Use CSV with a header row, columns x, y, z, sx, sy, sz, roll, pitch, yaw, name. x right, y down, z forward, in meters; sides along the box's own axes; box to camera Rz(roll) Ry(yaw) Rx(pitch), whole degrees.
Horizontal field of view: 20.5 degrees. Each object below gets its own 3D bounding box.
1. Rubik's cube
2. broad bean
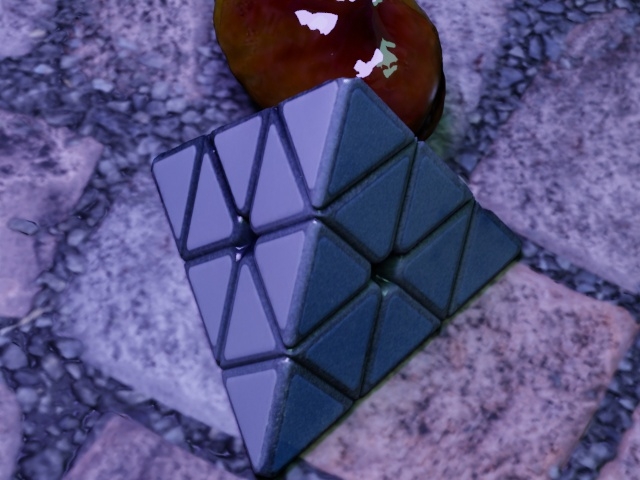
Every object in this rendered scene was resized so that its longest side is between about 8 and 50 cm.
x,y,z,sx,sy,sz,roll,pitch,yaw,name
0.001,0.001,1.354,0.228,0.229,0.233,56,14,-10,Rubik's cube
0.008,-0.161,1.488,0.228,0.122,0.156,36,82,26,broad bean
